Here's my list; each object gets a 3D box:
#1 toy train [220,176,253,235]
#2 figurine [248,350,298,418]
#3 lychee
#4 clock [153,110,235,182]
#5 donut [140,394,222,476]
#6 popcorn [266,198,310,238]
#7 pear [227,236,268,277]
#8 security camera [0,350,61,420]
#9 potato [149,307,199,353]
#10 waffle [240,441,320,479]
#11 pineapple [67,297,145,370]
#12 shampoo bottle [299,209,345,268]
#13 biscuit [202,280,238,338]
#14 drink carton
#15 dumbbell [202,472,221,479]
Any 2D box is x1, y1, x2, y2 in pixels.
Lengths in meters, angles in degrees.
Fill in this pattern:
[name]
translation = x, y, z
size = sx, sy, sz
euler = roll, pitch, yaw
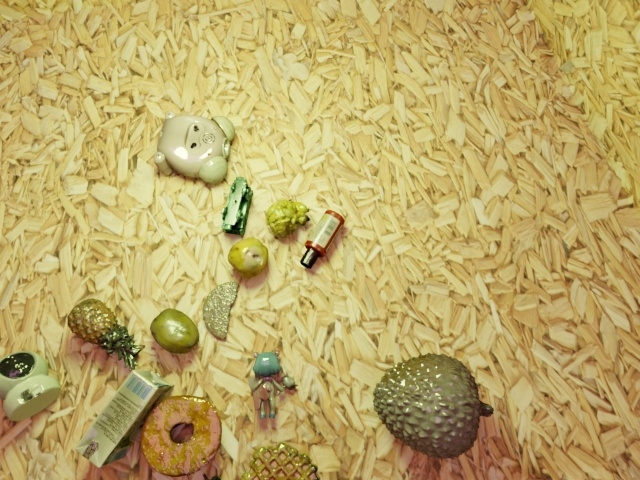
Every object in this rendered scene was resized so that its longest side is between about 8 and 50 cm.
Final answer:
[toy train]
translation = -0.373, -0.151, 1.871
size = 0.115, 0.154, 0.269
euler = 8, 71, 2
[figurine]
translation = -0.193, 0.574, 1.662
size = 0.205, 0.103, 0.260
euler = -2, 71, -2
[lychee]
translation = 0.410, 0.598, 1.536
size = 0.432, 0.380, 0.380
euler = 3, 70, 18
[clock]
translation = -0.583, -0.445, 1.960
size = 0.325, 0.184, 0.342
euler = 9, 77, -4
[donut]
translation = -0.521, 0.739, 1.593
size = 0.302, 0.110, 0.303
euler = 1, 71, -2
[popcorn]
translation = -0.151, -0.115, 1.865
size = 0.195, 0.168, 0.173
euler = -38, 39, -24
[pear]
translation = -0.308, 0.071, 1.795
size = 0.178, 0.178, 0.178
euler = 1, 72, -2
[security camera]
translation = -1.149, 0.543, 1.601
size = 0.194, 0.194, 0.236
euler = -39, 72, -13
[potato]
translation = -0.595, 0.374, 1.698
size = 0.200, 0.137, 0.154
euler = 41, 74, 12
[waffle]
translation = -0.151, 0.931, 1.570
size = 0.300, 0.058, 0.282
euler = 24, 71, 7
[pineapple]
translation = -0.850, 0.387, 1.678
size = 0.340, 0.169, 0.169
euler = 38, 74, 7
[shampoo bottle]
translation = 0.000, 0.000, 1.859
size = 0.104, 0.104, 0.278
euler = 29, 73, 8
[biscuit]
translation = -0.441, 0.290, 1.786
size = 0.133, 0.032, 0.250
euler = 10, 72, 3
[drink carton]
translation = -0.728, 0.657, 1.569
size = 0.132, 0.194, 0.324
euler = 31, 74, 10
[dumbbell]
translation = -0.381, 0.960, 1.530
size = 0.099, 0.099, 0.208
euler = -32, 75, -12
